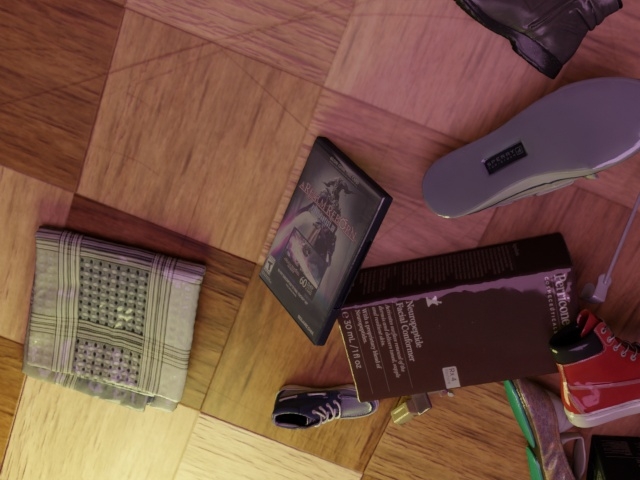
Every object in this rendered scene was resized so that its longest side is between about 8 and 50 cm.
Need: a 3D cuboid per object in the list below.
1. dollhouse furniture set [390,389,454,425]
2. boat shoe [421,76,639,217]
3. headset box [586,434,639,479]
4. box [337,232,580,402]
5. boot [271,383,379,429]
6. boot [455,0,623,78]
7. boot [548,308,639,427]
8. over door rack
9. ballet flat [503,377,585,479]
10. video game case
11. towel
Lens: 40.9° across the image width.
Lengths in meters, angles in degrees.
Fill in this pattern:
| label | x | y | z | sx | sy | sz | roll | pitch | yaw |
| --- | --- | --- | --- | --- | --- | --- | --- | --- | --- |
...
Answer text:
| label | x | y | z | sx | sy | sz | roll | pitch | yaw |
| --- | --- | --- | --- | --- | --- | --- | --- | --- | --- |
| dollhouse furniture set | 0.179 | 0.277 | 1.543 | 0.081 | 0.091 | 0.114 | 0 | 148 | -36 |
| boat shoe | 0.341 | -0.127 | 1.284 | 0.367 | 0.156 | 0.136 | -27 | 79 | 29 |
| headset box | 0.591 | 0.462 | 1.421 | 0.246 | 0.283 | 0.131 | 1 | 113 | 6 |
| box | 0.227 | 0.130 | 1.406 | 0.381 | 0.143 | 0.191 | -12 | 111 | 10 |
| boot | 0.009 | 0.306 | 1.533 | 0.190 | 0.086 | 0.069 | -1 | 113 | 8 |
| boot | 0.299 | -0.362 | 1.230 | 0.246 | 0.083 | 0.161 | 34 | 106 | -14 |
| boot | 0.473 | 0.167 | 1.296 | 0.244 | 0.088 | 0.176 | -19 | 111 | 1 |
| over door rack | 0.579 | -0.003 | 1.294 | 0.239 | 0.108 | 0.324 | 22 | 102 | -2 |
| ballet flat | 0.403 | 0.340 | 1.503 | 0.106 | 0.107 | 0.316 | -21 | 116 | -2 |
| video game case | 0.000 | 0.000 | 1.364 | 0.026 | 0.196 | 0.274 | 3 | 121 | -38 |
| towel | -0.378 | 0.153 | 1.533 | 0.312 | 0.056 | 0.324 | 14 | 114 | 1 |
